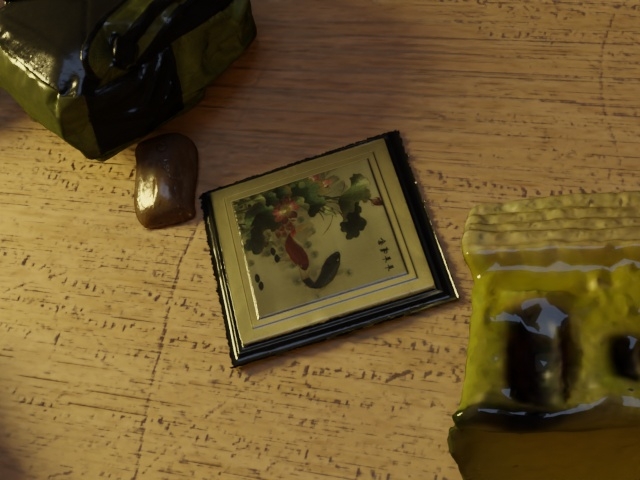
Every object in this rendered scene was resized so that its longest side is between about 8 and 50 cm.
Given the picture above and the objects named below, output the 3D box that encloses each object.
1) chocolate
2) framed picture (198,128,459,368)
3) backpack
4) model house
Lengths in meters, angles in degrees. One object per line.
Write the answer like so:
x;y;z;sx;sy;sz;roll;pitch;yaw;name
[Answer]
-0.149;-0.060;0.952;0.065;0.031;0.100;-10;57;13;chocolate
0.000;0.000;0.886;0.199;0.010;0.195;-18;55;2;framed picture
-0.186;-0.202;0.988;0.253;0.140;0.207;-37;54;-23;backpack
0.193;0.068;0.714;0.193;0.174;0.234;-3;47;13;model house
